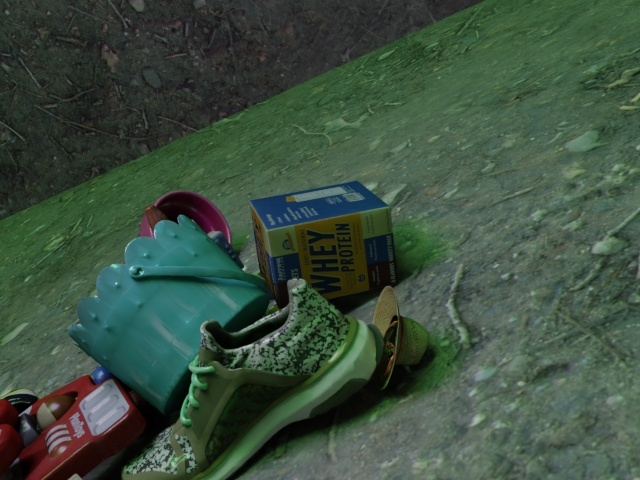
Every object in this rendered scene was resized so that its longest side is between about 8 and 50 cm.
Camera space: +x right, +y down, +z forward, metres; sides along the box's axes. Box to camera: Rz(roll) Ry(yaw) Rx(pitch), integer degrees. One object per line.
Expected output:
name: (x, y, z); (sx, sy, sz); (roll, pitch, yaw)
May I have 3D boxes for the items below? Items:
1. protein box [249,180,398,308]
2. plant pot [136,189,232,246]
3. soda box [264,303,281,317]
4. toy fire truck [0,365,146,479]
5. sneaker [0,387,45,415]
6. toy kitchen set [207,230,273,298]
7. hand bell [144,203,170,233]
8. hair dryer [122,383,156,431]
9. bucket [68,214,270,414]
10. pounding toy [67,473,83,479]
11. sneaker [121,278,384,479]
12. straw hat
protein box: (0.000, 0.000, 1.340); (0.201, 0.136, 0.200); (-12, 19, -10)
plant pot: (-0.325, 0.015, 1.760); (0.180, 0.201, 0.201); (-31, 15, 45)
soda box: (-0.043, 0.153, 1.242); (0.061, 0.058, 0.181); (-29, 22, 1)
toy fire truck: (-0.394, 0.299, 1.201); (0.254, 0.169, 0.302); (-37, 19, -15)
sneaker: (-0.604, 0.347, 1.435); (0.234, 0.084, 0.097); (-40, 23, -26)
toy kitchen set: (-0.093, 0.013, 1.470); (0.207, 0.166, 0.122); (-39, 23, -22)
hand bell: (-0.272, 0.034, 1.550); (0.126, 0.242, 0.126); (-26, 22, 11)
hair dryer: (-0.265, 0.215, 1.363); (0.223, 0.080, 0.293); (-18, 26, 26)
bucket: (-0.220, 0.116, 1.220); (0.281, 0.183, 0.281); (-49, -10, -11)
pounding toy: (-0.319, 0.375, 0.987); (0.130, 0.141, 0.100); (-40, 24, -24)
sneaker: (-0.125, 0.188, 1.077); (0.410, 0.182, 0.158); (-36, 18, 7)
straw hat: (0.112, 0.135, 1.069); (0.061, 0.145, 0.144); (7, 20, -9)
